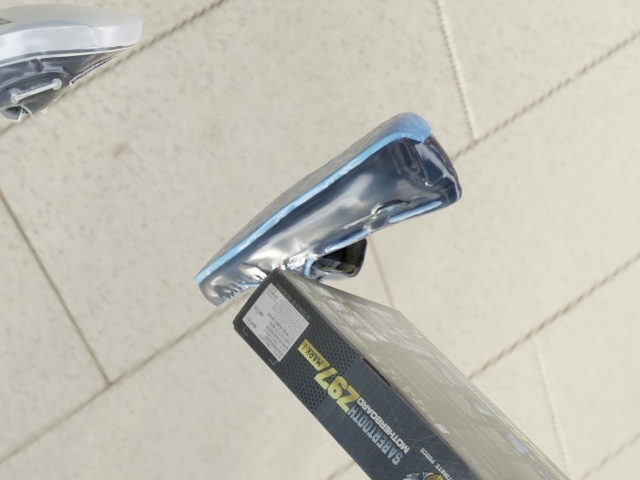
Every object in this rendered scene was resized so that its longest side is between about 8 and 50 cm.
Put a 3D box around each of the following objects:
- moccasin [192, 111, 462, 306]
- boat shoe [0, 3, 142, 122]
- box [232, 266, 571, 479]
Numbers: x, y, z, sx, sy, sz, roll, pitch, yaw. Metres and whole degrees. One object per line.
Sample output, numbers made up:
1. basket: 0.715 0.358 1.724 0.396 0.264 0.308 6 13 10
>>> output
1. moccasin: 0.000 0.000 1.461 0.117 0.342 0.138 50 41 -10
2. boat shoe: -0.305 -0.172 1.412 0.301 0.108 0.102 -23 125 -46
3. box: 0.068 0.124 0.972 0.059 0.233 0.183 -52 147 12
